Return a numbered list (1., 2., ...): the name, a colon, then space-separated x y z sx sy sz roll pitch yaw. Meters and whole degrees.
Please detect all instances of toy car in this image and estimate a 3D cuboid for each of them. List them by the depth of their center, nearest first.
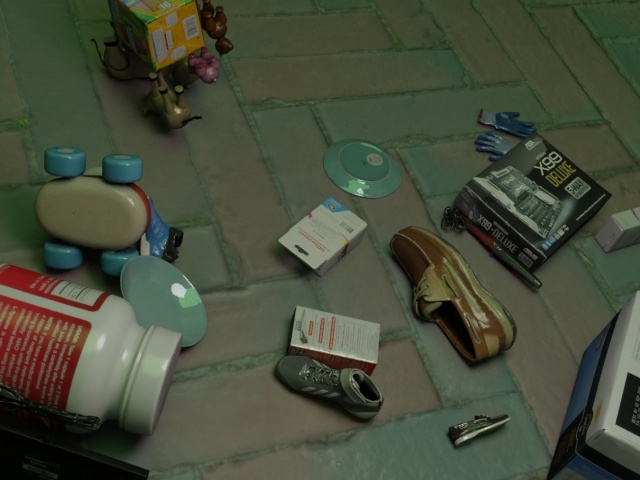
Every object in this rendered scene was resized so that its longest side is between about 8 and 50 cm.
1. toy car: -0.412 -0.078 1.635 0.210 0.219 0.238 7 18 3

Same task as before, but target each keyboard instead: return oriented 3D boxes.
1. keyboard: -0.413 0.313 1.285 0.317 0.202 0.033 19 29 -2

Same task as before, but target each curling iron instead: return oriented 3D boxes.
1. curling iron: 0.372 0.018 1.862 0.274 0.035 0.068 41 49 19

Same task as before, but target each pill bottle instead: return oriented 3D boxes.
1. pill bottle: -0.442 0.175 1.366 0.407 0.229 0.229 17 49 -2

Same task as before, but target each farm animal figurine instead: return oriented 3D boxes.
1. farm animal figurine: -0.354 -0.395 1.922 0.326 0.172 0.330 15 55 12

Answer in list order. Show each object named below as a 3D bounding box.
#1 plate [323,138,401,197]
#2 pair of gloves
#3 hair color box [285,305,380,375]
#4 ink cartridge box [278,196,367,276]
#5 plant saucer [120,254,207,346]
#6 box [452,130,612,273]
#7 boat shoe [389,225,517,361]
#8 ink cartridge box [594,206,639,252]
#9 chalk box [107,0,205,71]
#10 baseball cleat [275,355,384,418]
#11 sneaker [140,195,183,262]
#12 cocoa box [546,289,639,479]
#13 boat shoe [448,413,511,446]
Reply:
1. plate: 0.099 -0.174 1.952 0.188 0.024 0.188 8 49 -9
2. pair of gloves: 0.468 -0.262 2.135 0.159 0.023 0.198 17 49 -5
3. hair color box: 0.024 0.190 1.607 0.167 0.053 0.093 14 50 -7
4. ink cartridge box: 0.000 0.000 1.751 0.104 0.062 0.181 38 51 16
5. plant saucer: -0.294 0.117 1.547 0.195 0.037 0.195 37 31 -27
6. box: 0.490 -0.094 1.954 0.242 0.076 0.307 45 54 15
7. boat shoe: 0.248 0.106 1.699 0.120 0.123 0.324 -28 63 -30
8. ink cartridge box: 0.710 -0.028 1.965 0.122 0.088 0.052 -15 57 -27
9. chalk box: -0.365 -0.486 1.800 0.132 0.132 0.213 -35 59 -22
10. baseball cleat: 0.020 0.245 1.521 0.205 0.109 0.072 22 53 5
11. sneaker: -0.314 -0.021 1.677 0.084 0.058 0.152 -2 56 -11
12. cocoa box: 0.597 0.316 1.552 0.231 0.228 0.347 28 49 7
13. boat shoe: 0.294 0.341 1.567 0.125 0.046 0.038 -19 63 -19
